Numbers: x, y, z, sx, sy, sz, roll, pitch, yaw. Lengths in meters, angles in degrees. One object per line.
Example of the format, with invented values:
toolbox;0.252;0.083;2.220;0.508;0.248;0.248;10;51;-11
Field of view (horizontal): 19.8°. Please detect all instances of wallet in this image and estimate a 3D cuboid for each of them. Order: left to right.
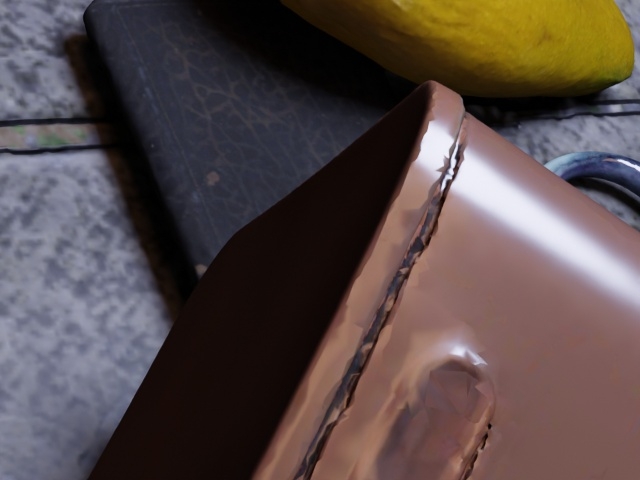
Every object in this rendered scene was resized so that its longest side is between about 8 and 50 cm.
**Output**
wallet;0.000;0.000;0.948;0.170;0.044;0.321;-9;59;-31

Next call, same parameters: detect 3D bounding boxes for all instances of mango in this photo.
mango;0.067;-0.156;1.012;0.317;0.119;0.176;18;32;-42

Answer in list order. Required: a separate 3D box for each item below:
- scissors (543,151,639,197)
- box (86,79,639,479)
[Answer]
scissors;0.309;-0.016;1.098;0.383;0.029;0.256;-34;77;-32
box;0.037;0.132;0.665;0.229;0.339;0.239;32;74;-8
